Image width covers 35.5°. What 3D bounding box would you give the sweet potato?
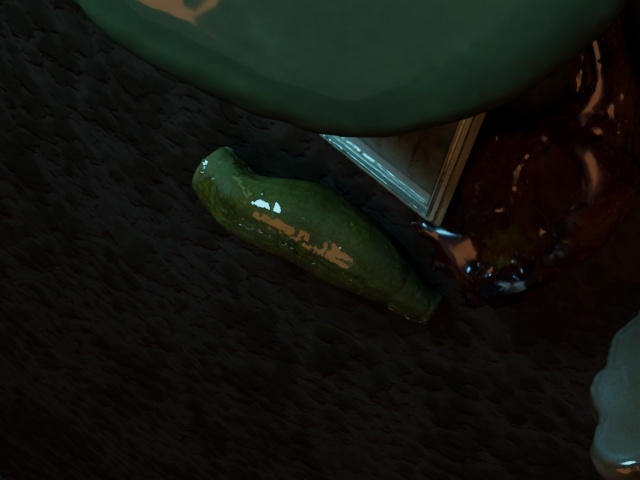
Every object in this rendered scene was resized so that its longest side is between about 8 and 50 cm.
[{"bbox_3d":[0.003,-0.006,1.003,0.286,0.085,0.112,26,177,-4],"label":"sweet potato"}]

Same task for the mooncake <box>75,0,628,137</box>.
[{"bbox_3d":[0.014,-0.240,0.546,0.356,0.194,0.356,4,127,5],"label":"mooncake"}]

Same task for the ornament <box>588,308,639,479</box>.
[{"bbox_3d":[0.351,0.175,0.827,0.235,0.221,0.217,-30,121,3],"label":"ornament"}]

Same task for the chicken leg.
[{"bbox_3d":[0.183,-0.079,0.772,0.158,0.096,0.407,44,145,24],"label":"chicken leg"}]

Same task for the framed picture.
[{"bbox_3d":[0.021,-0.154,0.815,0.274,0.017,0.217,39,145,21],"label":"framed picture"}]
